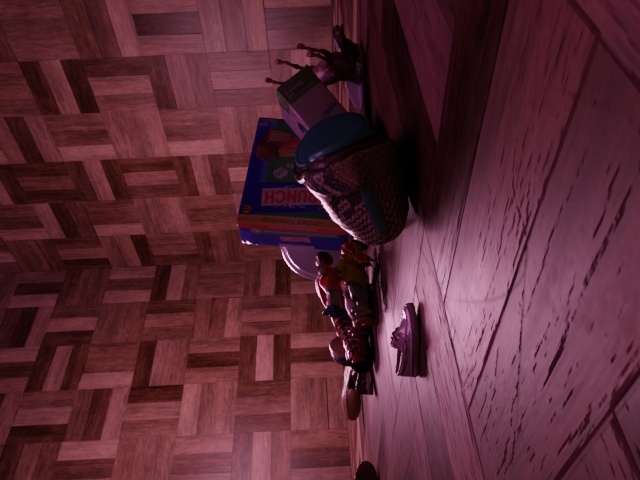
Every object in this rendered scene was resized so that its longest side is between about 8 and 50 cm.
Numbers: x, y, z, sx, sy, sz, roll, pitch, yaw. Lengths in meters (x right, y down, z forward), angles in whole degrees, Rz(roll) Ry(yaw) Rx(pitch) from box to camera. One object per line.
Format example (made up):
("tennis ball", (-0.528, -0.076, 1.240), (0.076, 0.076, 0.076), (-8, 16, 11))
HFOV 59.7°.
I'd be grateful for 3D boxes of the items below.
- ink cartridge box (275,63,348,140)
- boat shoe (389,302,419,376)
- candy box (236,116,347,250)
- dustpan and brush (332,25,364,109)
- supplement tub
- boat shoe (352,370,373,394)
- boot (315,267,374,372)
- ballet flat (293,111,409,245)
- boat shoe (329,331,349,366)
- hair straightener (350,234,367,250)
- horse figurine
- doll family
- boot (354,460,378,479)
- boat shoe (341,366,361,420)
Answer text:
("ink cartridge box", (0.008, -0.243, 1.197), (0.212, 0.093, 0.154), (49, 175, 7))
("boat shoe", (0.105, 0.127, 0.707), (0.035, 0.035, 0.100), (-93, 0, -72))
("candy box", (-0.048, -0.144, 1.393), (0.122, 0.268, 0.317), (82, -166, -63))
("dustpan and brush", (0.063, -0.431, 1.314), (0.147, 0.060, 0.211), (88, 179, -61))
("supplement tub", (0.000, 0.000, 1.622), (0.316, 0.228, 0.229), (95, 172, -88))
("boat shoe", (0.105, 0.340, 1.422), (0.152, 0.049, 0.056), (-92, -1, -76))
("boot", (0.063, 0.196, 1.339), (0.176, 0.088, 0.244), (-96, -20, -62))
("ballet flat", (0.047, -0.093, 0.884), (0.483, 0.163, 0.182), (-99, -14, -74))
("boat shoe", (0.083, 0.309, 1.573), (0.285, 0.102, 0.093), (-35, -63, -86))
("hair straightener", (0.098, -0.024, 1.275), (0.230, 0.047, 0.089), (98, 169, -66))
("horse figurine", (0.001, -0.381, 1.223), (0.263, 0.174, 0.066), (-12, 79, 54))
("doll family", (0.079, 0.094, 1.197), (0.263, 0.118, 0.163), (50, -154, -60))
("boot", (0.118, 0.634, 1.400), (0.085, 0.059, 0.158), (69, -163, -75))
("boat shoe", (0.107, 0.510, 1.877), (0.072, 0.068, 0.190), (134, 135, -74))
